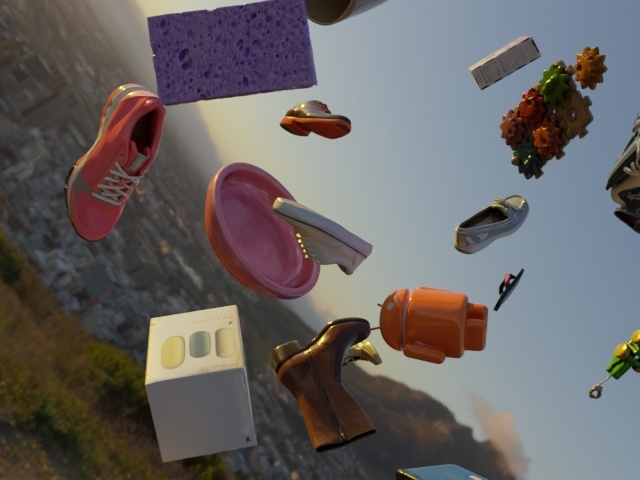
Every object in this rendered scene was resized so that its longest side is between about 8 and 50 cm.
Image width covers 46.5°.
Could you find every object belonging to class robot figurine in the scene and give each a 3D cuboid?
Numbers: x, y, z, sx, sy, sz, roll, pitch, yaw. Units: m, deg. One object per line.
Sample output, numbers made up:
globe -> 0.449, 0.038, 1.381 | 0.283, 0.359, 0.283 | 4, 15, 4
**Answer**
robot figurine -> 0.208, 0.158, 1.429 | 0.128, 0.219, 0.158 | 49, 47, -70

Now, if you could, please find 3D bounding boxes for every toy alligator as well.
toy alligator -> 0.550, 0.210, 1.340 | 0.056, 0.190, 0.051 | 38, 22, -12

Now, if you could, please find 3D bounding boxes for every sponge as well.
sponge -> -0.115, -0.248, 0.980 | 0.031, 0.210, 0.117 | -40, 123, -85

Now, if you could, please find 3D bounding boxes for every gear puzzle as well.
gear puzzle -> 0.490, -0.274, 1.579 | 0.339, 0.044, 0.175 | -54, -131, 55

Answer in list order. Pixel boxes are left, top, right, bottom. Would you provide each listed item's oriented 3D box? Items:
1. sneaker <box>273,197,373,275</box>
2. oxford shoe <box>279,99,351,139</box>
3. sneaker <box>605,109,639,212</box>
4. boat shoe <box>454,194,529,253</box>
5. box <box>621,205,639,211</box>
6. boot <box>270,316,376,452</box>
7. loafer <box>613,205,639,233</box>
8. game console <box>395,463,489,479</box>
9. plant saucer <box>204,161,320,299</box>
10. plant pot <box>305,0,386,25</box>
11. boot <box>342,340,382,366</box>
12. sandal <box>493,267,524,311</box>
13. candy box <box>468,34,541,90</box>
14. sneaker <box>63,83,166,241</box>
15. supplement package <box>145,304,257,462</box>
sneaker -> 0.000, 0.000, 1.469 | 0.258, 0.091, 0.094 | 29, 1, -37
oxford shoe -> -0.007, -0.341, 2.035 | 0.271, 0.098, 0.097 | 15, -14, 47
sneaker -> 0.465, -0.097, 1.030 | 0.235, 0.094, 0.153 | -70, 174, -68
boat shoe -> 0.570, -0.071, 2.466 | 0.118, 0.320, 0.103 | 40, -30, 43
box -> 0.820, -0.134, 1.764 | 0.156, 0.158, 0.093 | 137, -45, -62
boot -> 0.051, 0.321, 1.707 | 0.280, 0.264, 0.096 | 55, -29, 39
loafer -> 0.864, -0.038, 2.002 | 0.170, 0.061, 0.062 | 50, -29, 44
game console -> 0.277, 0.624, 1.644 | 0.293, 0.250, 0.173 | 3, -90, 64
plant saucer -> -0.136, -0.013, 1.645 | 0.332, 0.084, 0.332 | 39, 34, -32
plant pot -> 0.104, -0.623, 1.636 | 0.256, 0.274, 0.256 | 32, -48, 44
boot -> 0.103, 0.409, 2.589 | 0.213, 0.165, 0.077 | 31, -31, 56
sandal -> 0.506, 0.124, 2.027 | 0.040, 0.179, 0.067 | 31, -43, 21
candy box -> 0.546, -0.532, 2.224 | 0.070, 0.196, 0.165 | 58, 17, -10
sneaker -> -0.379, -0.141, 1.388 | 0.116, 0.314, 0.136 | 20, 3, -41
supplement package -> -0.254, 0.297, 1.592 | 0.263, 0.199, 0.198 | -112, -165, -65
